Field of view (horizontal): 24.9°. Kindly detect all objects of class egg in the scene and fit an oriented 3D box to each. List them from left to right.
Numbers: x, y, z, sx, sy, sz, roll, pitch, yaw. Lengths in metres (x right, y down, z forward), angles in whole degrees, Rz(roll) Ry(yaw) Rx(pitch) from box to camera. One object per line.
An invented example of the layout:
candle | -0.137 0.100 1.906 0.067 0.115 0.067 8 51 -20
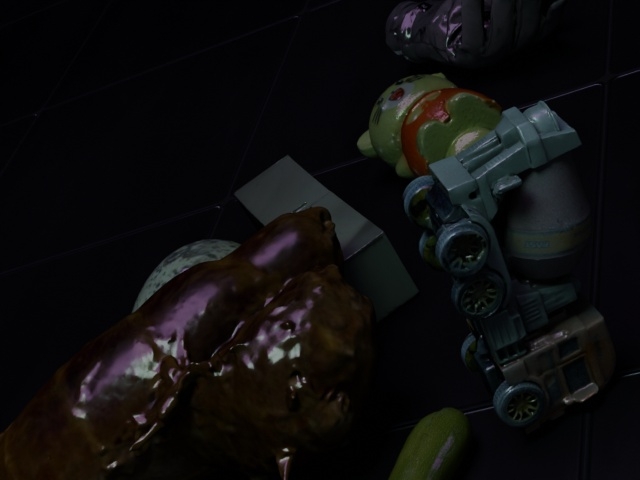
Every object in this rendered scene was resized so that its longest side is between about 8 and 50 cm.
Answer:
egg | -0.124 0.076 1.483 0.172 0.132 0.132 -44 28 4

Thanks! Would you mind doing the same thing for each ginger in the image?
ginger | -0.117 0.157 1.301 0.418 0.176 0.254 -36 41 0

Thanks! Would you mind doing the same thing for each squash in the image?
squash | 0.075 0.206 1.175 0.052 0.052 0.183 -5 41 39

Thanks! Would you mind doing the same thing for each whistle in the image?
whistle | 0.136 -0.111 1.561 0.131 0.106 0.288 -42 29 -6

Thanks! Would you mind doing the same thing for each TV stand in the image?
TV stand | 0.000 0.000 1.533 0.083 0.088 0.269 -35 28 -8

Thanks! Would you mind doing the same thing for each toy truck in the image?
toy truck | 0.165 0.021 1.172 0.140 0.256 0.108 -25 28 -3

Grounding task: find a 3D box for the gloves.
gloves | 0.195 -0.272 1.762 0.142 0.119 0.285 -46 17 -25
